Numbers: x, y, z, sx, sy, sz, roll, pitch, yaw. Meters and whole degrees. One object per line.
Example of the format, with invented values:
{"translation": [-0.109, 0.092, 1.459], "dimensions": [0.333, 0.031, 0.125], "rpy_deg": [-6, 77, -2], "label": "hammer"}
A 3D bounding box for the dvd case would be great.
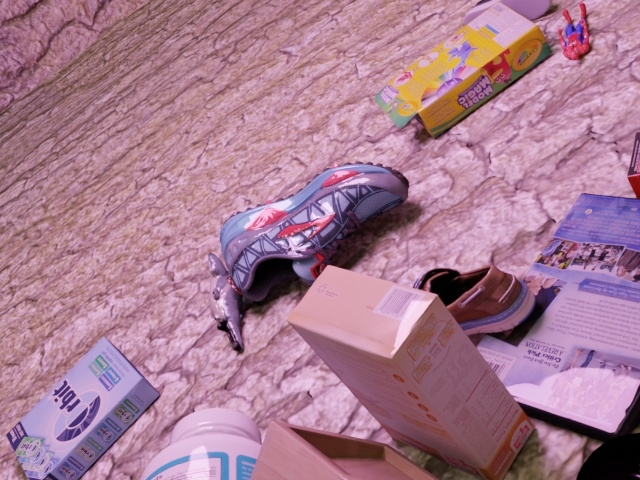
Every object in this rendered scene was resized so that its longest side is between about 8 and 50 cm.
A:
{"translation": [0.257, 0.059, 0.849], "dimensions": [0.180, 0.022, 0.253], "rpy_deg": [12, 57, 51], "label": "dvd case"}

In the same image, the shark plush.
{"translation": [-0.109, 0.071, 1.183], "dimensions": [0.067, 0.073, 0.161], "rpy_deg": [-5, 30, -2], "label": "shark plush"}

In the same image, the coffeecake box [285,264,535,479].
{"translation": [0.079, 0.116, 0.801], "dimensions": [0.142, 0.185, 0.068], "rpy_deg": [13, 58, 52], "label": "coffeecake box"}

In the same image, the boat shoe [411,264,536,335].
{"translation": [0.124, 0.060, 0.916], "dimensions": [0.183, 0.066, 0.066], "rpy_deg": [-24, 26, 45], "label": "boat shoe"}

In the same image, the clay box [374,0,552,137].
{"translation": [0.188, -0.226, 1.255], "dimensions": [0.222, 0.053, 0.127], "rpy_deg": [-36, 31, 6], "label": "clay box"}

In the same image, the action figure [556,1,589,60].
{"translation": [0.328, -0.267, 1.191], "dimensions": [0.038, 0.030, 0.115], "rpy_deg": [-14, 41, 26], "label": "action figure"}

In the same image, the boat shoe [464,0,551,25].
{"translation": [0.269, -0.338, 1.322], "dimensions": [0.142, 0.049, 0.040], "rpy_deg": [-5, 44, 45], "label": "boat shoe"}

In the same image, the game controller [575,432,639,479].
{"translation": [0.305, 0.192, 0.585], "dimensions": [0.319, 0.067, 0.166], "rpy_deg": [-8, 43, 39], "label": "game controller"}

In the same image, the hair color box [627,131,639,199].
{"translation": [0.375, -0.083, 0.888], "dimensions": [0.141, 0.043, 0.072], "rpy_deg": [-11, 40, 37], "label": "hair color box"}

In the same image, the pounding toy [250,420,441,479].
{"translation": [0.066, 0.234, 0.721], "dimensions": [0.206, 0.181, 0.094], "rpy_deg": [21, 92, 59], "label": "pounding toy"}

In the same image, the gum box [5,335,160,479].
{"translation": [-0.312, 0.227, 1.199], "dimensions": [0.184, 0.041, 0.157], "rpy_deg": [-46, 32, -11], "label": "gum box"}

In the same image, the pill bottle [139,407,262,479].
{"translation": [-0.094, 0.274, 0.814], "dimensions": [0.146, 0.146, 0.264], "rpy_deg": [-29, 32, 15], "label": "pill bottle"}

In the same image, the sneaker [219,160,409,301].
{"translation": [0.000, 0.000, 1.145], "dimensions": [0.262, 0.104, 0.125], "rpy_deg": [-25, 56, 21], "label": "sneaker"}
